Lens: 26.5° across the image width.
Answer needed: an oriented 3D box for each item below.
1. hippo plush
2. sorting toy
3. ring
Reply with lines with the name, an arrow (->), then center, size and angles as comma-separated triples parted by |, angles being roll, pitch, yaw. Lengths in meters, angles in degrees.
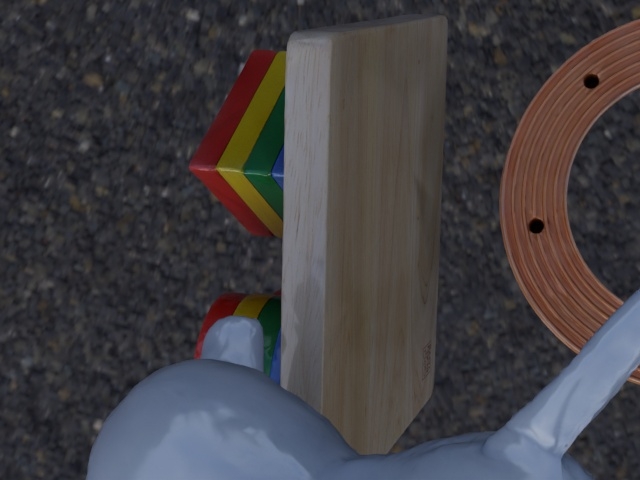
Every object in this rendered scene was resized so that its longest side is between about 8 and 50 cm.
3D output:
hippo plush -> -0.009, 0.159, 0.568 | 0.236, 0.234, 0.294 | 17, 139, 24
sorting toy -> 0.000, 0.000, 0.798 | 0.089, 0.255, 0.257 | 5, 103, 17
ring -> 0.323, -0.036, 1.168 | 0.336, 0.032, 0.337 | -3, 79, 15
